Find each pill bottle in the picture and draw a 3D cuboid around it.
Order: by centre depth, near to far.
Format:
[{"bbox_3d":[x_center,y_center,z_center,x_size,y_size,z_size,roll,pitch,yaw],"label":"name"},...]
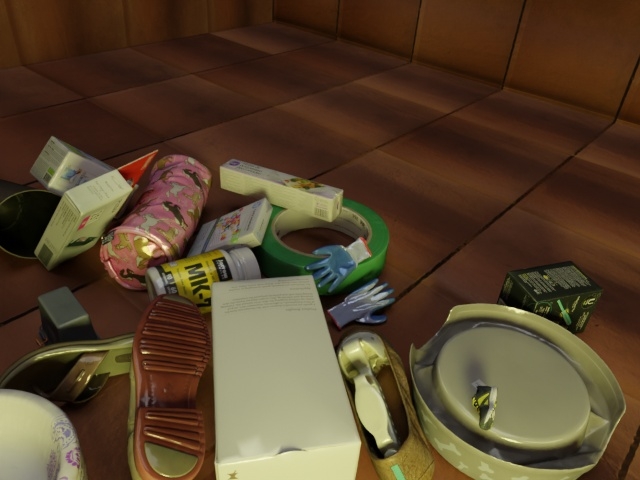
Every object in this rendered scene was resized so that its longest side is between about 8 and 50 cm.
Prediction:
[{"bbox_3d":[-0.234,0.086,1.071,0.208,0.119,0.119,-17,40,-27],"label":"pill bottle"}]

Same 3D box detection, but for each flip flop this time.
[{"bbox_3d":[-0.386,0.224,0.882,0.276,0.112,0.080,-7,50,-26],"label":"flip flop"}]

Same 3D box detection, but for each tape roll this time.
[{"bbox_3d":[0.000,0.000,1.262,0.320,0.077,0.321,3,35,-2],"label":"tape roll"}]

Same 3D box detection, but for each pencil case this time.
[{"bbox_3d":[-0.370,-0.058,1.234,0.167,0.160,0.386,26,33,-12],"label":"pencil case"}]

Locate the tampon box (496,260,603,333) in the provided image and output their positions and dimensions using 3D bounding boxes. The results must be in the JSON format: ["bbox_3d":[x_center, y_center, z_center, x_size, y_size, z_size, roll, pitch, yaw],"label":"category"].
[{"bbox_3d":[0.466,0.126,1.094,0.160,0.121,0.101,-7,37,-17],"label":"tampon box"}]

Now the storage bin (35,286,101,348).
[{"bbox_3d":[-0.470,0.154,0.970,0.098,0.091,0.135,-24,43,-35],"label":"storage bin"}]

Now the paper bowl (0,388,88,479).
[{"bbox_3d":[-0.438,0.339,0.655,0.283,0.148,0.284,3,34,-2],"label":"paper bowl"}]

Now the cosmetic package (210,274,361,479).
[{"bbox_3d":[-0.075,0.227,0.855,0.196,0.155,0.366,-3,36,-10],"label":"cosmetic package"}]

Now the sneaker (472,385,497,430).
[{"bbox_3d":[0.244,0.250,0.796,0.035,0.031,0.083,5,28,25],"label":"sneaker"}]

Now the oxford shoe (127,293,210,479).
[{"bbox_3d":[-0.251,0.233,0.829,0.122,0.130,0.348,18,35,-22],"label":"oxford shoe"}]

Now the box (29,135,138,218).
[{"bbox_3d":[-0.570,-0.149,1.293,0.114,0.103,0.203,33,1,36],"label":"box"}]

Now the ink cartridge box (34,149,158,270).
[{"bbox_3d":[-0.472,-0.064,1.150,0.060,0.275,0.239,52,44,-2],"label":"ink cartridge box"}]

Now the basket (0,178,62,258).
[{"bbox_3d":[-0.710,-0.063,1.202,0.226,0.154,0.204,17,2,26],"label":"basket"}]

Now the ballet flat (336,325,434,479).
[{"bbox_3d":[0.083,0.239,0.870,0.116,0.124,0.343,-28,38,9],"label":"ballet flat"}]

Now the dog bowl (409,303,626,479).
[{"bbox_3d":[0.315,0.259,0.901,0.348,0.102,0.349,3,34,-2],"label":"dog bowl"}]

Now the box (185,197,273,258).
[{"bbox_3d":[-0.206,-0.015,1.209,0.186,0.038,0.145,-20,31,21],"label":"box"}]

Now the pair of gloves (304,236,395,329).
[{"bbox_3d":[0.065,0.091,1.099,0.159,0.023,0.198,-26,81,-23],"label":"pair of gloves"}]

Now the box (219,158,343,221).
[{"bbox_3d":[-0.100,-0.127,1.310,0.323,0.067,0.063,17,35,22],"label":"box"}]
